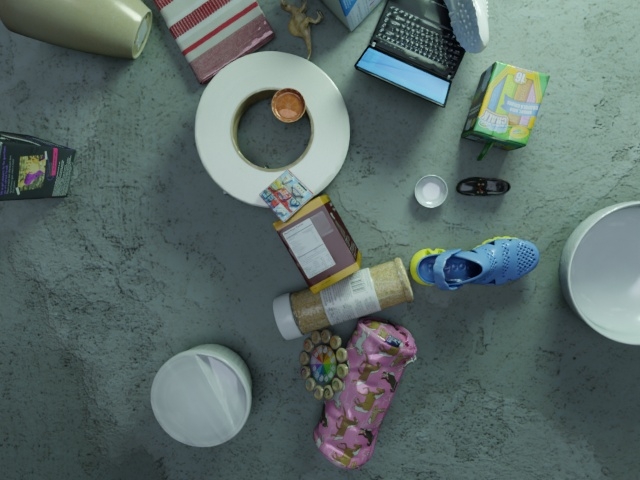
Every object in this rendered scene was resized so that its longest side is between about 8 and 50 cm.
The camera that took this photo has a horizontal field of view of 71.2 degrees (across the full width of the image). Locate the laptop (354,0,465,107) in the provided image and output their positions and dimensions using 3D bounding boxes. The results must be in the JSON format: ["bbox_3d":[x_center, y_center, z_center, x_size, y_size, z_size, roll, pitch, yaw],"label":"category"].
[{"bbox_3d":[0.237,-0.475,1.063,0.234,0.136,0.265,25,99,1],"label":"laptop"}]

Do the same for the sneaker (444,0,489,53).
[{"bbox_3d":[0.357,-0.552,1.048,0.094,0.090,0.235,-11,80,-21],"label":"sneaker"}]

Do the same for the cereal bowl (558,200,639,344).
[{"bbox_3d":[0.745,0.071,1.087,0.338,0.141,0.340,1,97,5],"label":"cereal bowl"}]

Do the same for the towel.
[{"bbox_3d":[-0.291,-0.605,1.146,0.236,0.037,0.329,-28,92,10],"label":"towel"}]

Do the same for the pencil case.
[{"bbox_3d":[0.113,0.400,1.181,0.159,0.167,0.387,16,100,-30],"label":"pencil case"}]

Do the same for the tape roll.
[{"bbox_3d":[-0.119,-0.271,1.129,0.391,0.072,0.393,0,91,-1],"label":"tape roll"}]

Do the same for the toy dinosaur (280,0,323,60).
[{"bbox_3d":[-0.037,-0.547,1.130,0.092,0.053,0.183,-28,87,23],"label":"toy dinosaur"}]

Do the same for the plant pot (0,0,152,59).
[{"bbox_3d":[-0.567,-0.567,1.088,0.273,0.256,0.257,22,99,-15],"label":"plant pot"}]

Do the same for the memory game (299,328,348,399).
[{"bbox_3d":[0.005,0.328,1.189,0.186,0.012,0.187,-13,72,45],"label":"memory game"}]

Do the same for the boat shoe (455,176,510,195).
[{"bbox_3d":[0.415,-0.138,1.140,0.132,0.042,0.049,0,99,7],"label":"boat shoe"}]

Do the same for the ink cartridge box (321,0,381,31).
[{"bbox_3d":[0.089,-0.654,1.023,0.232,0.171,0.168,-43,81,10],"label":"ink cartridge box"}]

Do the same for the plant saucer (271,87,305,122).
[{"bbox_3d":[-0.077,-0.327,1.085,0.083,0.013,0.084,0,91,-1],"label":"plant saucer"}]

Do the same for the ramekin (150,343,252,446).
[{"bbox_3d":[-0.312,0.412,1.233,0.272,0.127,0.273,1,97,6],"label":"ramekin"}]

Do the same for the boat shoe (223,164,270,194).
[{"bbox_3d":[-0.195,-0.159,1.191,0.142,0.049,0.040,-20,87,2],"label":"boat shoe"}]

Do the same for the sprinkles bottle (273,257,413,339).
[{"bbox_3d":[0.058,0.154,1.168,0.354,0.121,0.121,-19,95,7],"label":"sprinkles bottle"}]

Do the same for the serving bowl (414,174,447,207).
[{"bbox_3d":[0.285,-0.128,1.159,0.083,0.027,0.084,1,97,6],"label":"serving bowl"}]

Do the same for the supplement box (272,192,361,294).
[{"bbox_3d":[0.000,0.000,1.118,0.129,0.191,0.194,-29,94,10],"label":"supplement box"}]

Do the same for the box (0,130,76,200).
[{"bbox_3d":[-0.780,-0.191,1.122,0.165,0.270,0.144,17,98,3],"label":"box"}]

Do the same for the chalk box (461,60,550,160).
[{"bbox_3d":[0.430,-0.293,1.073,0.131,0.132,0.213,16,100,3],"label":"chalk box"}]

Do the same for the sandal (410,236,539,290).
[{"bbox_3d":[0.392,0.067,1.122,0.316,0.138,0.126,-12,94,5],"label":"sandal"}]

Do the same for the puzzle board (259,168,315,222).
[{"bbox_3d":[-0.082,-0.108,1.050,0.096,0.011,0.128,-42,51,-1],"label":"puzzle board"}]
